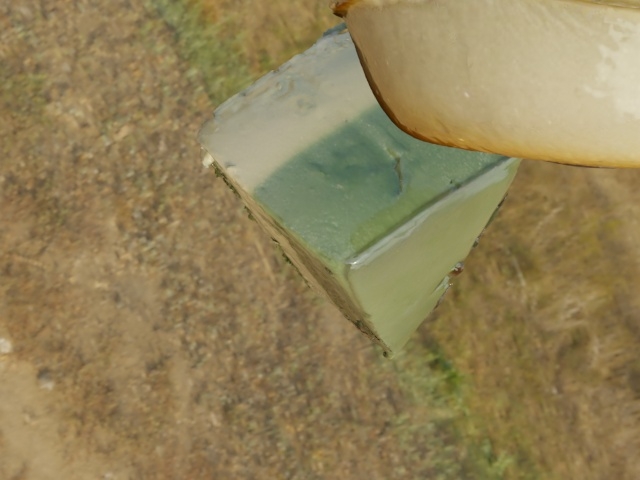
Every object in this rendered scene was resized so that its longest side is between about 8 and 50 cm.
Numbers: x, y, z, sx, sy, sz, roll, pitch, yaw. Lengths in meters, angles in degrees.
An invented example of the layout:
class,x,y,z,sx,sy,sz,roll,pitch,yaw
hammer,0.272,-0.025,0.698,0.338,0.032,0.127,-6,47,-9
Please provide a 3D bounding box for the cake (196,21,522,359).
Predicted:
class,x,y,z,sx,sy,sz,roll,pitch,yaw
cake,0.000,0.003,0.803,0.172,0.283,0.158,-28,64,-34

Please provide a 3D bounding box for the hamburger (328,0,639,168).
class,x,y,z,sx,sy,sz,roll,pitch,yaw
hamburger,0.118,-0.113,0.499,0.237,0.237,0.147,-25,118,-59
